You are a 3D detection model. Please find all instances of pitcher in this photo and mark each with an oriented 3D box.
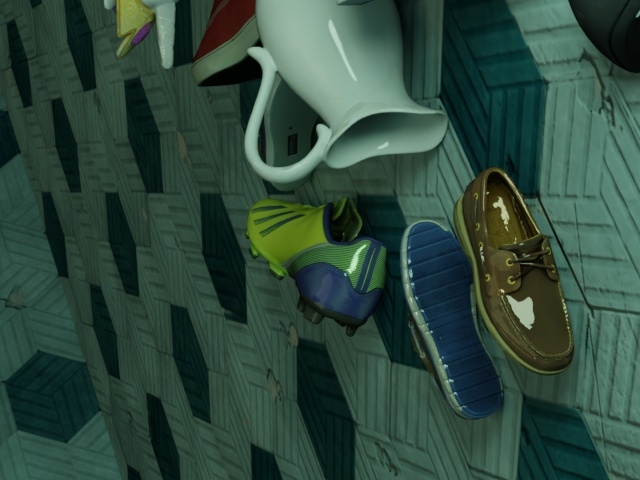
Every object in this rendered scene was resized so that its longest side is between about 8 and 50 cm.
[{"bbox_3d":[-0.004,-0.157,1.446,0.125,0.178,0.207,86,163,-65],"label":"pitcher"}]

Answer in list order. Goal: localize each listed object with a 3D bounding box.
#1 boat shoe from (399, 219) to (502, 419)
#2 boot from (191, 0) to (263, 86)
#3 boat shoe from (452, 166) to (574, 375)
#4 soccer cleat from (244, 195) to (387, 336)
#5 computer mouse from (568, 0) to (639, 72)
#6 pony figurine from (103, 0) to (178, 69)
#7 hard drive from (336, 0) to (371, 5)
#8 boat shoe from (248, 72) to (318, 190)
[{"bbox_3d":[0.105,0.074,1.448,0.066,0.066,0.183,147,110,-71],"label":"boat shoe"},{"bbox_3d":[-0.089,-0.274,1.753,0.244,0.088,0.176,-33,70,61],"label":"boot"},{"bbox_3d":[0.154,0.022,1.282,0.060,0.064,0.178,107,148,-57],"label":"boat shoe"},{"bbox_3d":[0.001,0.001,1.701,0.121,0.093,0.289,-65,25,10],"label":"soccer cleat"},{"bbox_3d":[0.189,-0.237,1.035,0.262,0.060,0.184,109,143,-56],"label":"computer mouse"},{"bbox_3d":[-0.124,-0.375,1.408,0.363,0.303,0.351,-35,85,25],"label":"pony figurine"},{"bbox_3d":[0.062,-0.359,1.203,0.210,0.040,0.318,-16,86,39],"label":"hard drive"},{"bbox_3d":[-0.044,-0.142,1.729,0.183,0.065,0.083,99,150,-47],"label":"boat shoe"}]
